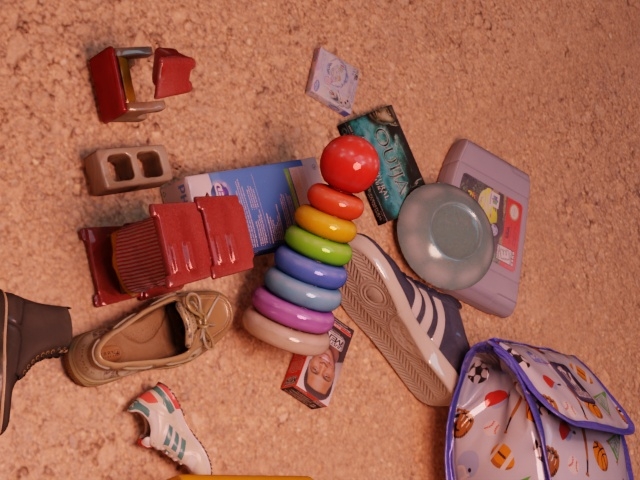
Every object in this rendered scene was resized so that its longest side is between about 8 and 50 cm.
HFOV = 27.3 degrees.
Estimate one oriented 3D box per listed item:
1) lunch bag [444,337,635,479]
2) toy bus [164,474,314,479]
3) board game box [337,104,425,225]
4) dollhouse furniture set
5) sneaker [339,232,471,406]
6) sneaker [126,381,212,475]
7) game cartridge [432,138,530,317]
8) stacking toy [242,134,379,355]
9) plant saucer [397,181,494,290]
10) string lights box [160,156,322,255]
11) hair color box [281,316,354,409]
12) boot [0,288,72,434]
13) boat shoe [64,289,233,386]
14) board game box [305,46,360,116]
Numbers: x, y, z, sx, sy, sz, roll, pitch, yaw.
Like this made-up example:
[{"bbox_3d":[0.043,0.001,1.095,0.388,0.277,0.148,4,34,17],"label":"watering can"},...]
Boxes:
[{"bbox_3d":[0.370,0.361,2.178,0.328,0.239,0.385,16,63,-52],"label":"lunch bag"},{"bbox_3d":[-0.094,0.405,1.862,0.333,0.108,0.130,12,57,-48],"label":"toy bus"},{"bbox_3d":[0.112,-0.132,2.275,0.126,0.026,0.186,-26,94,-41],"label":"board game box"},{"bbox_3d":[-0.245,-0.107,1.857,0.152,0.201,0.374,-10,84,-41],"label":"dollhouse furniture set"},{"bbox_3d":[0.147,0.105,2.171,0.148,0.131,0.350,-50,119,-36],"label":"sneaker"},{"bbox_3d":[-0.217,0.285,1.868,0.075,0.057,0.161,-30,98,-24],"label":"sneaker"},{"bbox_3d":[0.284,-0.028,2.370,0.196,0.060,0.294,23,63,-28],"label":"game cartridge"},{"bbox_3d":[0.000,0.000,1.970,0.141,0.141,0.330,14,102,-36],"label":"stacking toy"},{"bbox_3d":[0.225,-0.012,2.262,0.195,0.037,0.195,8,71,-23],"label":"plant saucer"},{"bbox_3d":[-0.107,-0.044,2.034,0.260,0.077,0.133,-11,84,-41],"label":"string lights box"},{"bbox_3d":[-0.003,0.187,2.072,0.072,0.043,0.141,37,57,-27],"label":"hair color box"},{"bbox_3d":[-0.387,0.166,1.747,0.137,0.077,0.198,13,70,-42],"label":"boot"},{"bbox_3d":[-0.224,0.137,1.874,0.285,0.089,0.104,-23,92,-41],"label":"boat shoe"},{"bbox_3d":[0.021,-0.270,2.245,0.090,0.020,0.090,29,61,-31],"label":"board game box"}]
